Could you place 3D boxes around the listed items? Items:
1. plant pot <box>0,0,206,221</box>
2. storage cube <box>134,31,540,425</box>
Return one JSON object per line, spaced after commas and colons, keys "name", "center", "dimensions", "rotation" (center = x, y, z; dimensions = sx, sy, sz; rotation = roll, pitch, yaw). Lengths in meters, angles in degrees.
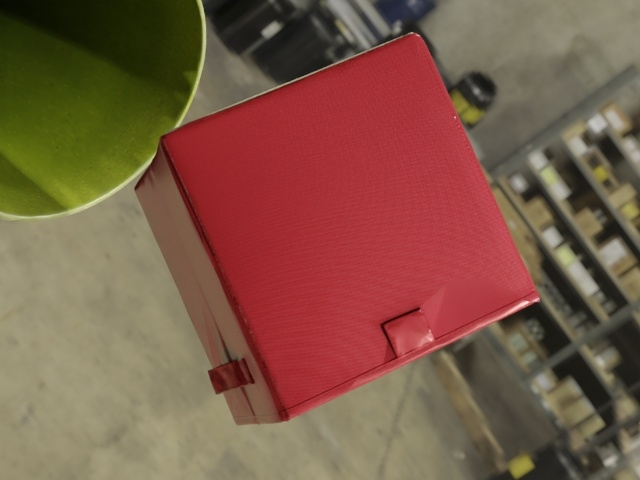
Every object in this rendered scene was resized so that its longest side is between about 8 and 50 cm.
{"name": "plant pot", "center": [-0.303, -0.208, 1.250], "dimensions": [0.293, 0.274, 0.275], "rotation": [38, 4, 33]}
{"name": "storage cube", "center": [0.000, 0.000, 0.926], "dimensions": [0.193, 0.215, 0.184], "rotation": [66, -15, 2]}
